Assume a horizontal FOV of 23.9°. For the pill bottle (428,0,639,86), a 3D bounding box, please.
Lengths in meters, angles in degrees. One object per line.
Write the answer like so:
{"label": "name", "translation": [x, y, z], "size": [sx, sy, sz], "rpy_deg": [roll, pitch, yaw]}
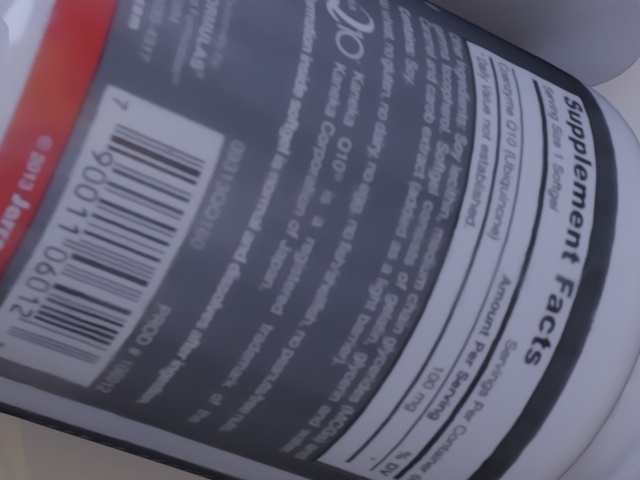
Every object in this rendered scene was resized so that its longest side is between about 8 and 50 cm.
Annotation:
{"label": "pill bottle", "translation": [0.124, -0.207, 0.680], "size": [0.153, 0.153, 0.264], "rpy_deg": [36, 63, -22]}

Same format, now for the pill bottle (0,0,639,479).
{"label": "pill bottle", "translation": [0.000, 0.000, 0.607], "size": [0.363, 0.210, 0.210], "rpy_deg": [23, 79, -26]}
